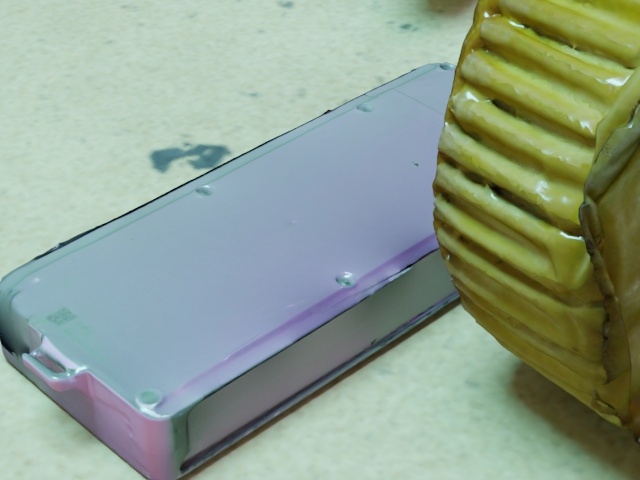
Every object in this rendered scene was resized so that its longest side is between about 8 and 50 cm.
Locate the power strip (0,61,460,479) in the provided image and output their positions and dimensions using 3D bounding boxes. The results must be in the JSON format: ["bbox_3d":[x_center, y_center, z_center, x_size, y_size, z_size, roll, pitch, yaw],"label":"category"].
[{"bbox_3d":[0.000,0.000,0.644,0.279,0.037,0.109,-30,45,-33],"label":"power strip"}]

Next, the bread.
[{"bbox_3d":[0.124,-0.034,0.559,0.199,0.199,0.104,-27,40,-31],"label":"bread"}]
